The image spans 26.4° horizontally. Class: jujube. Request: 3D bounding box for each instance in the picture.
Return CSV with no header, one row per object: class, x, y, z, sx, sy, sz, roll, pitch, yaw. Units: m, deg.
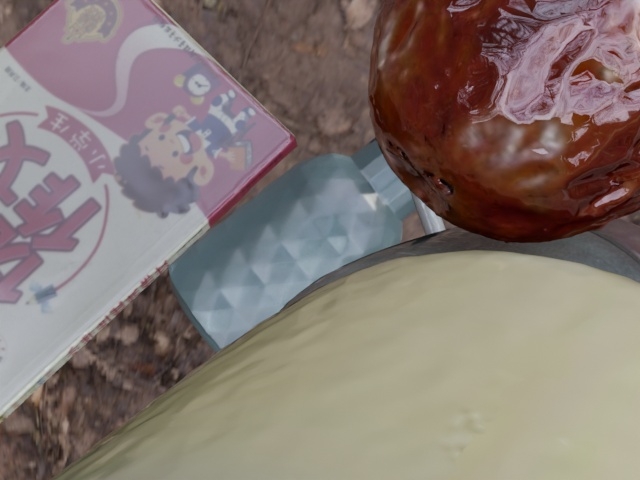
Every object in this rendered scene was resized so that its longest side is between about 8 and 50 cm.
jujube,0.151,-0.128,0.708,0.197,0.197,0.290,45,83,4

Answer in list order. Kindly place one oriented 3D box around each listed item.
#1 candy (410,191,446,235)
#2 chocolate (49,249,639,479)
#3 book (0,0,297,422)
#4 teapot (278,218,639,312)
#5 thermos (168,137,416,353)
candy,0.123,0.089,1.016,0.124,0.124,0.365,-21,94,-16
chocolate,0.032,0.161,0.440,0.297,0.326,0.314,-51,132,-55
book,-0.150,-0.031,0.757,0.232,0.022,0.162,-43,74,-7
teapot,0.043,0.111,0.814,0.312,0.315,0.233,-5,83,-47
thermos,0.000,0.000,1.376,0.286,0.182,0.145,-37,76,4
